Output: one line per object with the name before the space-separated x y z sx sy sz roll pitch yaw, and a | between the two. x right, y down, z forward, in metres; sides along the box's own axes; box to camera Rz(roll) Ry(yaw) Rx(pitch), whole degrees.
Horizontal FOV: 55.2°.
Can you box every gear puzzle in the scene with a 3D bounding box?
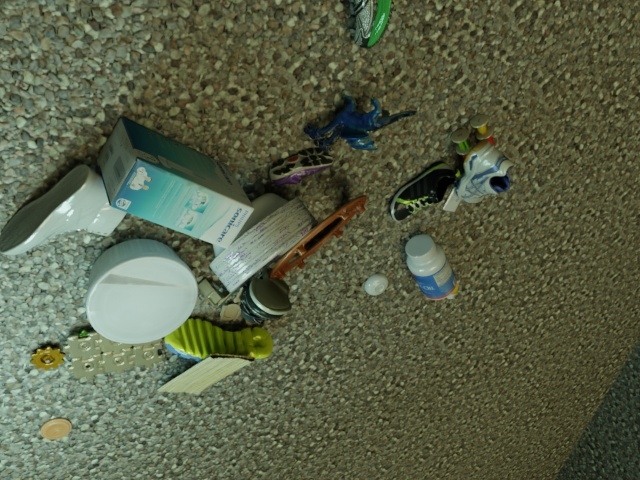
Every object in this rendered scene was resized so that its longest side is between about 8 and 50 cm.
gear puzzle | -0.600 0.296 1.655 0.339 0.044 0.175 -8 128 -20

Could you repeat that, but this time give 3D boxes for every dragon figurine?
dragon figurine | 0.101 -0.272 1.505 0.085 0.289 0.143 31 76 -61

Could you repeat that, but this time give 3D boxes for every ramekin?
ramekin | -0.454 0.117 1.540 0.273 0.127 0.272 -14 129 -18

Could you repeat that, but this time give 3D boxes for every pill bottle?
pill bottle | 0.347 0.082 1.948 0.124 0.124 0.221 -35 131 -1
pill bottle | 0.455 0.162 2.118 0.044 0.043 0.083 -10 127 -22

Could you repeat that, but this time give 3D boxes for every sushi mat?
sushi mat | -0.335 0.390 1.774 0.152 0.019 0.317 15 144 -38

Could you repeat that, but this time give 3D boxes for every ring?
ring | 0.000 0.000 1.620 0.337 0.032 0.336 -39 173 -6

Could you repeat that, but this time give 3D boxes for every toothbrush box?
toothbrush box | -0.324 -0.127 1.371 0.296 0.216 0.126 21 112 -39

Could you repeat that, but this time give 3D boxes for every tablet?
tablet | 0.419 -0.128 1.911 0.054 0.006 0.083 7 120 -32

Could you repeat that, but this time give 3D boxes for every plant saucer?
plant saucer | -0.762 0.545 1.763 0.084 0.013 0.083 -14 129 -18

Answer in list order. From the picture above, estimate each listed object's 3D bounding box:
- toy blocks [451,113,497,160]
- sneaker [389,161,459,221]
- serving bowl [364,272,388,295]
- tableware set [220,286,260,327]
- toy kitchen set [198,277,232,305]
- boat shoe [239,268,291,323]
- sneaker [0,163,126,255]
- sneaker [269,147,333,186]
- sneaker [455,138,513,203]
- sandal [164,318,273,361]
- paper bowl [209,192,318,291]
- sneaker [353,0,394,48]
toy blocks | 0.457 -0.279 1.789 0.123 0.054 0.148 -38 133 1
sneaker | 0.302 -0.136 1.780 0.235 0.097 0.084 -44 131 7
serving bowl | 0.185 0.146 1.972 0.084 0.027 0.083 -15 129 -19
tableware set | -0.207 0.191 1.793 0.169 0.020 0.141 14 117 -40
toy kitchen set | -0.281 0.130 1.707 0.068 0.075 0.083 -43 172 10
boat shoe | -0.157 0.162 1.607 0.127 0.340 0.113 40 96 -9
sneaker | -0.567 -0.034 1.381 0.293 0.108 0.169 -33 145 13
sneaker | -0.050 -0.187 1.590 0.170 0.068 0.071 -17 145 -6
sneaker | 0.480 -0.166 1.782 0.112 0.131 0.296 -44 158 -10
sandal | -0.303 0.315 1.776 0.318 0.126 0.138 16 139 -28
paper bowl | -0.157 -0.010 1.537 0.284 0.284 0.148 -37 90 1
sneaker | 0.090 -0.589 1.337 0.147 0.134 0.343 -1 132 3
